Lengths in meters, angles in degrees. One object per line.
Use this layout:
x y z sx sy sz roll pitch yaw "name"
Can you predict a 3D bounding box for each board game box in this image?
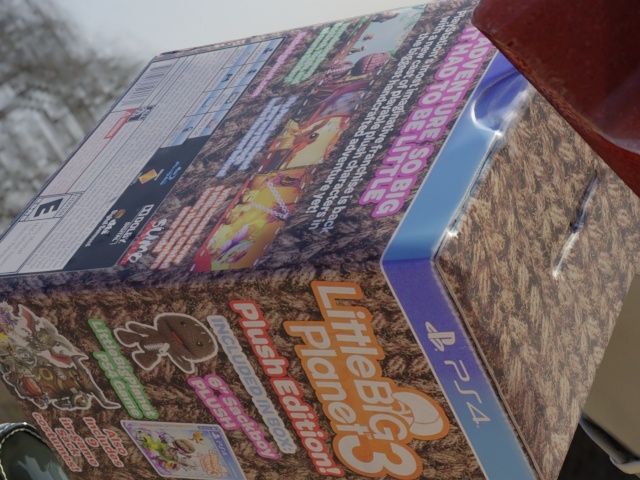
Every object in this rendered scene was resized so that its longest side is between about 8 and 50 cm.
0.000 0.000 0.768 0.291 0.141 0.232 -5 36 34 "board game box"

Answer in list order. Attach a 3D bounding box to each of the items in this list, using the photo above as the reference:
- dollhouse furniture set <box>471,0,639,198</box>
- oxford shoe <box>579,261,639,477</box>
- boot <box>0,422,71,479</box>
0.128 -0.164 0.333 0.201 0.152 0.374 -16 36 44 "dollhouse furniture set"
0.281 0.137 1.028 0.169 0.449 0.130 -28 34 51 "oxford shoe"
-0.105 0.195 0.928 0.179 0.236 0.085 -29 6 39 "boot"
